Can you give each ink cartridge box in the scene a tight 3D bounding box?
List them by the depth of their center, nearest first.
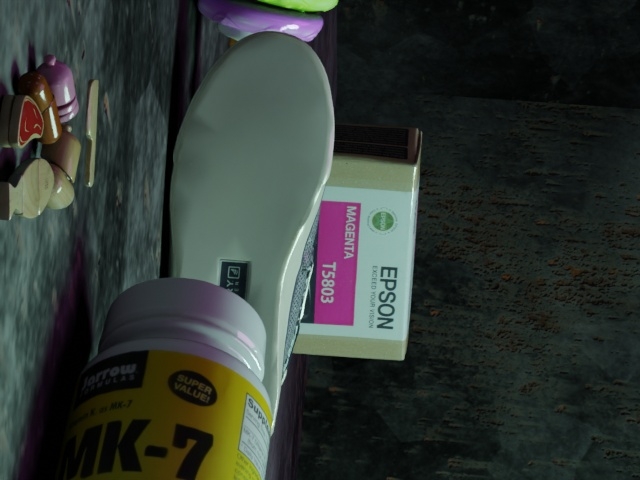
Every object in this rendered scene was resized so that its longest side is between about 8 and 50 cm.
[{"bbox_3d":[0.000,0.000,1.854,0.088,0.193,0.235,-81,174,-61],"label":"ink cartridge box"}]

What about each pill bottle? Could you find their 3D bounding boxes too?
[{"bbox_3d":[-0.091,0.131,1.038,0.119,0.119,0.208,91,4,-48],"label":"pill bottle"}]

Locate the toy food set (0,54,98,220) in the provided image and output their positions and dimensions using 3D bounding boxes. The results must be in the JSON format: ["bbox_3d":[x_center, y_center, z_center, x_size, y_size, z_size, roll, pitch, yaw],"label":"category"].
[{"bbox_3d":[-0.137,-0.052,0.884,0.122,0.019,0.078,-21,116,-78],"label":"toy food set"}]

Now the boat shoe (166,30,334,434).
[{"bbox_3d":[-0.067,0.000,1.471,0.158,0.127,0.340,-116,-143,-83],"label":"boat shoe"}]

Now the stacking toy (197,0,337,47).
[{"bbox_3d":[-0.037,-0.218,1.491,0.175,0.166,0.302,-25,131,-69],"label":"stacking toy"}]
